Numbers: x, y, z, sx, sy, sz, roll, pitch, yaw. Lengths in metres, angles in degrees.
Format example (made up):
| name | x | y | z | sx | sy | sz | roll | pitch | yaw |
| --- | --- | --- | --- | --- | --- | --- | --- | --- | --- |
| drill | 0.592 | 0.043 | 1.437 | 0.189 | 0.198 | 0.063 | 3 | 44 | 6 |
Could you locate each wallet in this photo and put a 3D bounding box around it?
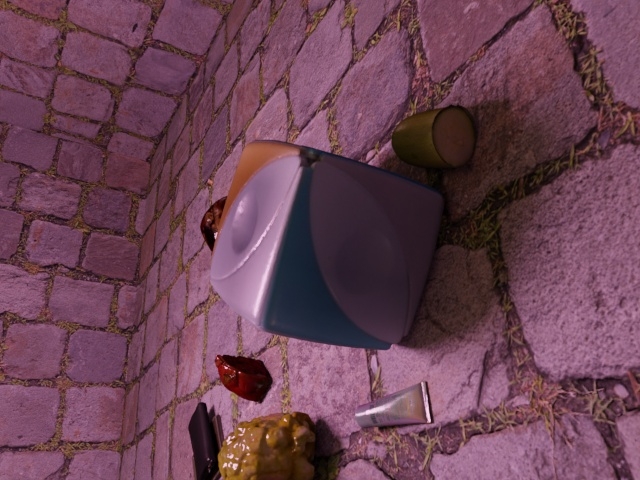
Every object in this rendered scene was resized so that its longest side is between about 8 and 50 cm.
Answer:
| name | x | y | z | sx | sy | sz | roll | pitch | yaw |
| --- | --- | --- | --- | --- | --- | --- | --- | --- | --- |
| wallet | -0.404 | 0.689 | 1.787 | 0.149 | 0.044 | 0.250 | -63 | 33 | 28 |

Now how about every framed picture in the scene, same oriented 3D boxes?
| name | x | y | z | sx | sy | sz | roll | pitch | yaw |
| --- | --- | --- | --- | --- | --- | --- | --- | --- | --- |
| framed picture | -0.382 | 0.746 | 1.788 | 0.260 | 0.023 | 0.189 | -60 | 33 | 27 |

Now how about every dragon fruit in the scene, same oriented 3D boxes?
| name | x | y | z | sx | sy | sz | roll | pitch | yaw |
| --- | --- | --- | --- | --- | --- | --- | --- | --- | --- |
| dragon fruit | -0.244 | 0.414 | 1.557 | 0.127 | 0.161 | 0.121 | -134 | 63 | -69 |

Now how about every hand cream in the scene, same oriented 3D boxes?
| name | x | y | z | sx | sy | sz | roll | pitch | yaw |
| --- | --- | --- | --- | --- | --- | --- | --- | --- | --- |
| hand cream | 0.142 | 0.331 | 1.029 | 0.174 | 0.047 | 0.076 | -32 | 51 | 41 |

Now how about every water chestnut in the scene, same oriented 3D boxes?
| name | x | y | z | sx | sy | sz | roll | pitch | yaw |
| --- | --- | --- | --- | --- | --- | --- | --- | --- | --- |
| water chestnut | -0.269 | -0.041 | 1.709 | 0.238 | 0.223 | 0.224 | -29 | 53 | 39 |

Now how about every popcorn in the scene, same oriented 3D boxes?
| name | x | y | z | sx | sy | sz | roll | pitch | yaw |
| --- | --- | --- | --- | --- | --- | --- | --- | --- | --- |
| popcorn | -0.115 | 0.515 | 1.236 | 0.259 | 0.259 | 0.212 | -18 | 78 | 57 |

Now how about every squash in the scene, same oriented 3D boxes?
| name | x | y | z | sx | sy | sz | roll | pitch | yaw |
| --- | --- | --- | --- | --- | --- | --- | --- | --- | --- |
| squash | 0.208 | -0.203 | 1.049 | 0.186 | 0.123 | 0.123 | 14 | 90 | 60 |

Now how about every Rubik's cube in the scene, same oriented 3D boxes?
| name | x | y | z | sx | sy | sz | roll | pitch | yaw |
| --- | --- | --- | --- | --- | --- | --- | --- | --- | --- |
| Rubik's cube | 0.000 | 0.000 | 1.092 | 0.347 | 0.351 | 0.352 | 27 | 100 | 60 |
